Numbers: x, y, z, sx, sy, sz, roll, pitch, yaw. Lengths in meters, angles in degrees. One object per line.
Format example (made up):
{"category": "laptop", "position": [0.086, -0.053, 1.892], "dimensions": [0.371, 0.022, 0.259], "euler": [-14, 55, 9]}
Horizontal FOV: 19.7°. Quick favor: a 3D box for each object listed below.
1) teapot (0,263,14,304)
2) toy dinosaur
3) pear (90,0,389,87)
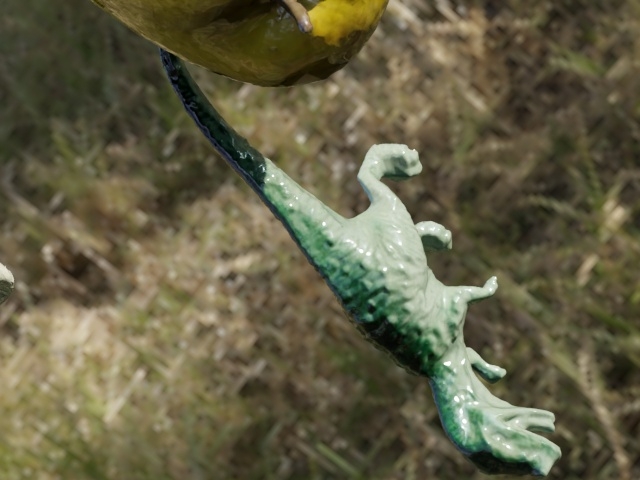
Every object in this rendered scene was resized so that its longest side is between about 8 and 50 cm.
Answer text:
{"category": "teapot", "position": [-0.354, 0.037, 1.846], "dimensions": [0.083, 0.064, 0.064], "euler": [-18, -32, -29]}
{"category": "toy dinosaur", "position": [0.022, -0.021, 1.109], "dimensions": [0.076, 0.383, 0.129], "euler": [-46, -6, 36]}
{"category": "pear", "position": [-0.062, -0.247, 0.938], "dimensions": [0.285, 0.336, 0.285], "euler": [-44, -8, -8]}
